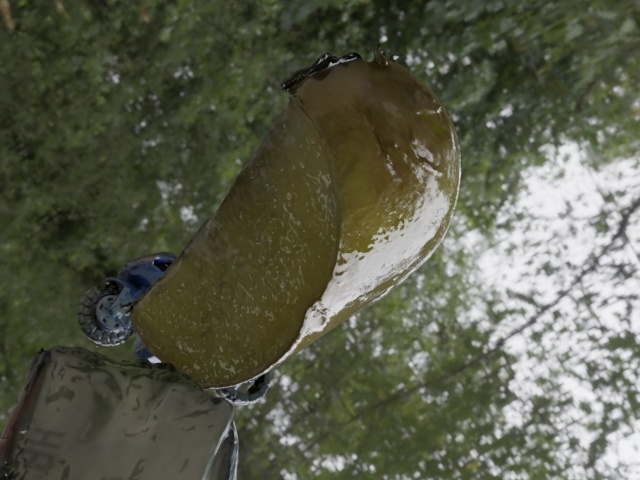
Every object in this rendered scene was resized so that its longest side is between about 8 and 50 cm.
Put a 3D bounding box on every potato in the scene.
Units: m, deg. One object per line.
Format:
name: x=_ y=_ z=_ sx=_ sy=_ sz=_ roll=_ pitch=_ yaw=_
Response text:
potato: x=0.000 y=0.000 z=0.562 sx=0.138 sy=0.098 sz=0.243 roll=-24 pitch=165 yaw=-43

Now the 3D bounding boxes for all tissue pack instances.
tissue pack: x=-0.150 y=0.281 z=0.505 sx=0.394 sy=0.124 sz=0.288 roll=109 pitch=-2 yaw=-47

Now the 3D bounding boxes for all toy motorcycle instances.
toy motorcycle: x=-0.125 y=0.076 z=0.915 sx=0.076 sy=0.205 sz=0.114 roll=-27 pitch=-138 yaw=47
